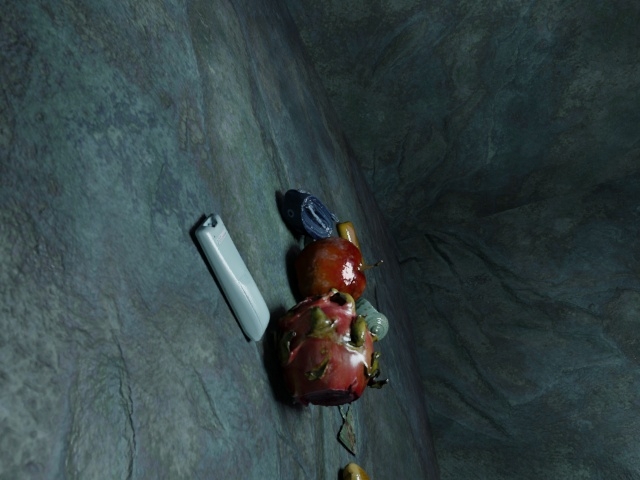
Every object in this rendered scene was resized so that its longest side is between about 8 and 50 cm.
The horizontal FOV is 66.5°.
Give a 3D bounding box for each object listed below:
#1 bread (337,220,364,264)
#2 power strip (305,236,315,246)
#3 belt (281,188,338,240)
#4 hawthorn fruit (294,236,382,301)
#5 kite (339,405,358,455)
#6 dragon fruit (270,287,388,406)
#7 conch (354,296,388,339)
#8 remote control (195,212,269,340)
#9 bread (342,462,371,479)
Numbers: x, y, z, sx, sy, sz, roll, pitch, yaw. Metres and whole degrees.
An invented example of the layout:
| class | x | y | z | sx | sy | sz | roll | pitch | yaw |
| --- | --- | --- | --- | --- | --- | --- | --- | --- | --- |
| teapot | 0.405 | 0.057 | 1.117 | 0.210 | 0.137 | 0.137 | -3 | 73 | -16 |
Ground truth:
| class | x | y | z | sx | sy | sz | roll | pitch | yaw |
| --- | --- | --- | --- | --- | --- | --- | --- | --- | --- |
| bread | 0.143 | 0.029 | 2.246 | 0.092 | 0.074 | 0.239 | -25 | 98 | -80 |
| power strip | 0.000 | 0.000 | 1.795 | 0.215 | 0.061 | 0.145 | -86 | 153 | -51 |
| belt | -0.052 | -0.084 | 1.607 | 0.122 | 0.128 | 0.218 | -62 | 147 | -13 |
| hawthorn fruit | 0.060 | 0.098 | 1.509 | 0.242 | 0.272 | 0.242 | -17 | 90 | -85 |
| kite | 0.078 | 0.571 | 1.555 | 0.229 | 0.012 | 0.250 | -37 | 109 | -77 |
| dragon fruit | 0.019 | 0.260 | 1.235 | 0.250 | 0.269 | 0.291 | 69 | 16 | -53 |
| conch | 0.176 | 0.325 | 1.944 | 0.172 | 0.131 | 0.200 | 44 | -17 | -18 |
| remote control | -0.184 | 0.082 | 1.081 | 0.103 | 0.051 | 0.293 | -74 | 143 | -62 |
| bread | 0.112 | 0.716 | 1.401 | 0.189 | 0.077 | 0.114 | 62 | -1 | -32 |
